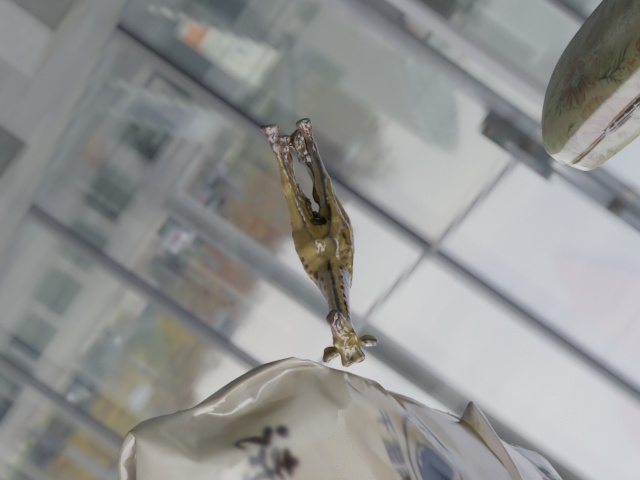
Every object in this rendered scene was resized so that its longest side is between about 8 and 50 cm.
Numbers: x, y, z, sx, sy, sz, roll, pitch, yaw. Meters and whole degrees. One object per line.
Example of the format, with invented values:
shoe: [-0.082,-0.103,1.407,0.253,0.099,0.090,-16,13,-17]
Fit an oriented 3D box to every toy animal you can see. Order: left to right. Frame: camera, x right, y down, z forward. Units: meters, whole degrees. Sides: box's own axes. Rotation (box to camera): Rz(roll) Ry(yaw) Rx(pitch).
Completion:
toy animal: [0.002,0.005,1.550,0.054,0.275,0.149,-17,148,4]

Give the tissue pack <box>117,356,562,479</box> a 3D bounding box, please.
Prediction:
tissue pack: [0.015,0.245,0.665,0.390,0.195,0.375,25,67,-68]

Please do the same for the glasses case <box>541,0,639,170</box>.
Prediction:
glasses case: [0.325,-0.209,1.654,0.425,0.098,0.156,-50,-161,55]
